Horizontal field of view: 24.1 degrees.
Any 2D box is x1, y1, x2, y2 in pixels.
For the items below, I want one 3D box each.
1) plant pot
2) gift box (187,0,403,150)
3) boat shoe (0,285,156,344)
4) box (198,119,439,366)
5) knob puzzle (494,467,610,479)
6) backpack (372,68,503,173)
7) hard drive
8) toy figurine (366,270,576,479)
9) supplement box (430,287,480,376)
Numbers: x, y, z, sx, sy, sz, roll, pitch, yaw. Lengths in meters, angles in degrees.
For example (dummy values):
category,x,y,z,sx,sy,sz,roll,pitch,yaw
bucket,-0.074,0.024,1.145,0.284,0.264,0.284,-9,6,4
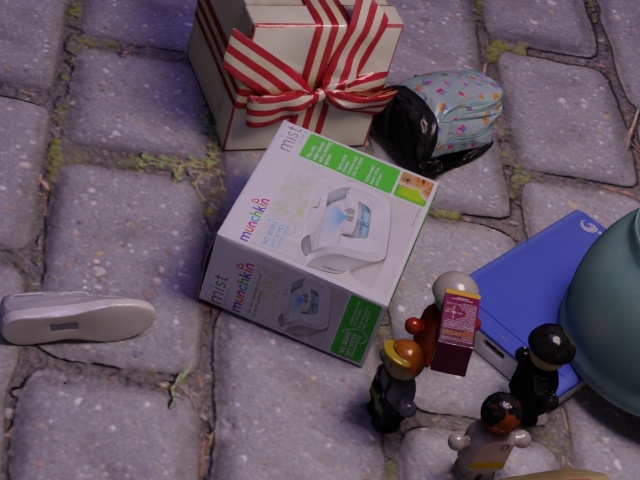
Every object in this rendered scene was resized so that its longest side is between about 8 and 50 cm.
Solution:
category,x,y,z,sx,sy,sz,roll,pitch,yaw
plant pot,0.459,0.057,1.876,0.293,0.196,0.293,3,45,-3
gift box,-0.045,-0.287,2.125,0.255,0.276,0.258,-8,48,-19
boat shoe,-0.290,0.084,1.789,0.184,0.066,0.063,-8,47,-13
box,0.000,0.000,1.933,0.231,0.127,0.262,24,42,4
knob puzzle,0.242,0.292,1.698,0.213,0.213,0.030,-10,90,-28
backpack,0.184,-0.183,2.204,0.182,0.115,0.152,-11,46,-33
hard drive,0.327,0.084,2.017,0.210,0.040,0.318,40,46,24
toy figurine,0.178,0.161,1.799,0.213,0.148,0.209,32,43,15
supplement box,0.154,0.105,1.716,0.043,0.055,0.083,12,45,1
